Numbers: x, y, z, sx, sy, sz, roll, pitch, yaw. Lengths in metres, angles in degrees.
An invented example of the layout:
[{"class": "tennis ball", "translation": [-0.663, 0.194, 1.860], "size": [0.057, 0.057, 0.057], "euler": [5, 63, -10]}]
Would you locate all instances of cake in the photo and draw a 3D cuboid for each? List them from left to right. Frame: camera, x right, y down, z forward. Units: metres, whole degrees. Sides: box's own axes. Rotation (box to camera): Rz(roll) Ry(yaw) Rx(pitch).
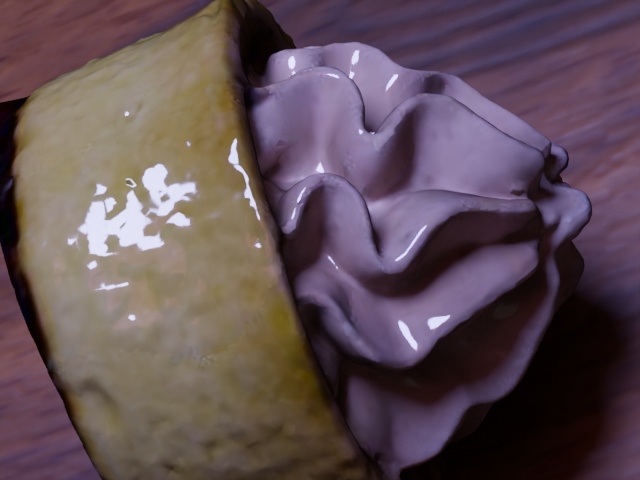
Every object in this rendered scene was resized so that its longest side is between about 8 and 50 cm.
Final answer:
[{"class": "cake", "translation": [0.000, 0.000, 0.672], "size": [0.178, 0.185, 0.208], "euler": [-27, 44, 5]}]
